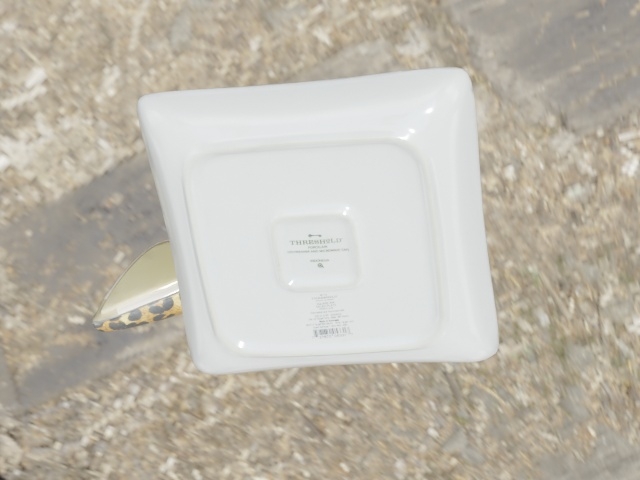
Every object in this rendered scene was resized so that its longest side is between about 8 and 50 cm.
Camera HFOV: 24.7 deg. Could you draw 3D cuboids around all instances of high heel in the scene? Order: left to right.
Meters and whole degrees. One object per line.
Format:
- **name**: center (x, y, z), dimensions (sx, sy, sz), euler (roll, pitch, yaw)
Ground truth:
- **high heel**: center (-0.105, 0.074, 1.525), dimensions (0.261, 0.186, 0.093), euler (-31, 41, -21)

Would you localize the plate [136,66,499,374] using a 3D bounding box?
- **plate**: center (0.000, 0.000, 1.219), dimensions (0.277, 0.278, 0.045), euler (-4, 28, 10)
